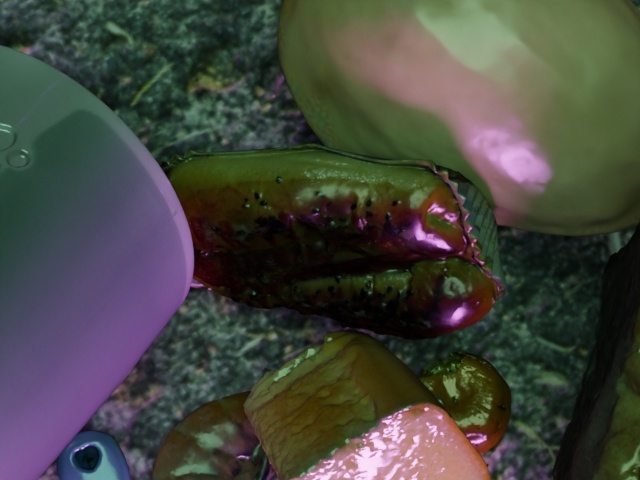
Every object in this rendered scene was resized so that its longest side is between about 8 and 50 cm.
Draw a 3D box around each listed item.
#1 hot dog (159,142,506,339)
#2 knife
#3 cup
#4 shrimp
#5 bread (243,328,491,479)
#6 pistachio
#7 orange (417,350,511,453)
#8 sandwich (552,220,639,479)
[{"bbox_3d":[0.000,0.000,1.402,0.270,0.163,0.082,5,45,16],"label":"hot dog"},{"bbox_3d":[-0.140,0.258,1.440,0.058,0.032,0.244,-19,88,-11],"label":"knife"},{"bbox_3d":[-0.303,0.045,1.317,0.356,0.259,0.274,6,43,32],"label":"cup"},{"bbox_3d":[-0.008,0.232,1.443,0.198,0.051,0.262,-16,77,-9],"label":"shrimp"},{"bbox_3d":[0.038,0.163,1.410,0.140,0.169,0.160,-34,116,-1],"label":"bread"},{"bbox_3d":[0.119,-0.124,1.434,0.309,0.230,0.230,32,79,-12],"label":"pistachio"},{"bbox_3d":[0.103,0.128,1.468,0.086,0.062,0.086,-2,69,4],"label":"orange"},{"bbox_3d":[0.240,0.147,1.380,0.131,0.262,0.325,15,79,1],"label":"sandwich"}]
